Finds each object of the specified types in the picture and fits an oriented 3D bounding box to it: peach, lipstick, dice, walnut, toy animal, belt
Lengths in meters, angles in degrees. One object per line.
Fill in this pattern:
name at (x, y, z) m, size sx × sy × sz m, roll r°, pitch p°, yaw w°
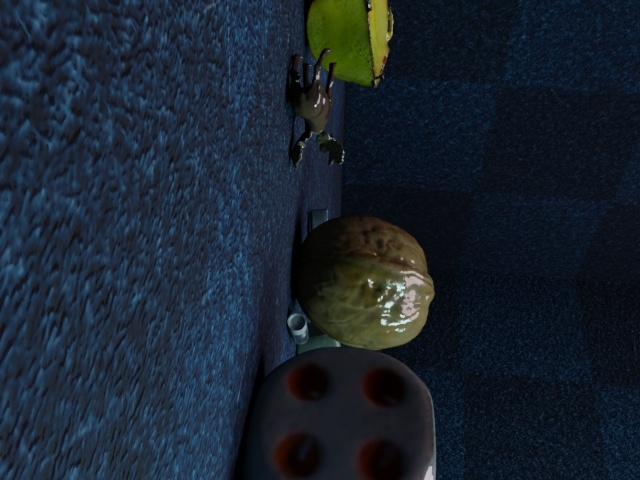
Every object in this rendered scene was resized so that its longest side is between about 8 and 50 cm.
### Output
peach at (0.049, -0.440, 1.301) m, size 0.267 × 0.154 × 0.159 m, roll 75°, pitch 27°, yaw -50°
lipstick at (-0.047, 0.190, 1.481) m, size 0.141 × 0.040 × 0.040 m, roll 86°, pitch 9°, yaw -69°
dice at (0.026, 0.369, 1.059) m, size 0.304 × 0.277 × 0.304 m, roll -79°, pitch 170°, yaw -52°
walnut at (0.097, 0.089, 1.504) m, size 0.277 × 0.313 × 0.252 m, roll -91°, pitch -162°, yaw -45°
toy animal at (-0.014, -0.219, 1.203) m, size 0.214 × 0.094 × 0.186 m, roll 6°, pitch 84°, yaw -79°
belt at (-0.005, 0.000, 1.769) m, size 0.179 × 0.065 × 0.100 m, roll 88°, pitch -1°, yaw -45°

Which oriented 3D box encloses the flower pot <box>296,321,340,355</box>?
flower pot at (0.015, 0.399, 1.684) m, size 0.367 × 0.164 × 0.254 m, roll -87°, pitch 163°, yaw -45°
